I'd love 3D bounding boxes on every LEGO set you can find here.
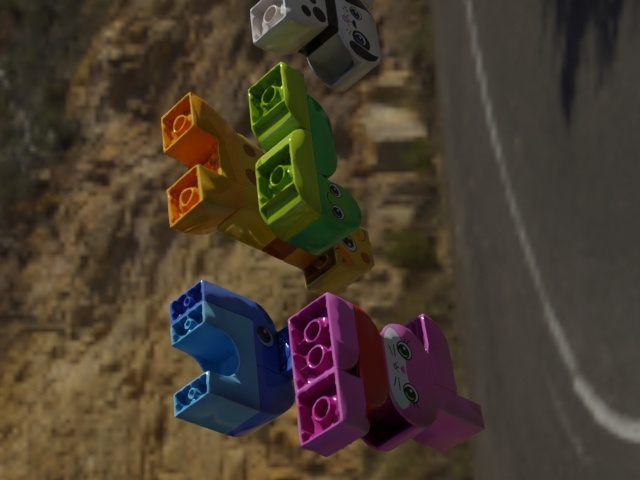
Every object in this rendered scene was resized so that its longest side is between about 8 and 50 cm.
[{"bbox_3d":[0.000,0.000,0.553,0.093,0.087,0.227,26,-138,-36],"label":"LEGO set"}]
